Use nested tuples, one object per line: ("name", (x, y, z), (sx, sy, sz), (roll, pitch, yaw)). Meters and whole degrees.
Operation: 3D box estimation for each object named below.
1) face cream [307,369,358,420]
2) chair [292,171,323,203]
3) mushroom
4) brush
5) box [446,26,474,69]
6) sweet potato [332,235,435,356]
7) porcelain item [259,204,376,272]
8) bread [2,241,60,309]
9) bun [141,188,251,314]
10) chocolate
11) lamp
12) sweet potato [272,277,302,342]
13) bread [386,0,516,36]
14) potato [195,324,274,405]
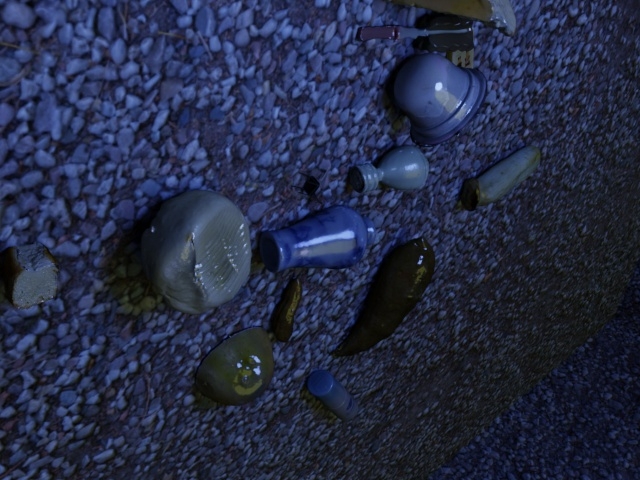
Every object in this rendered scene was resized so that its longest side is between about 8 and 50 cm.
("face cream", (0.038, 0.439, 2.027), (0.077, 0.077, 0.250), (-46, 146, -8))
("chair", (-0.018, -0.110, 1.491), (0.042, 0.037, 0.086), (-48, 144, 15))
("mushroom", (0.507, -0.174, 2.003), (0.312, 0.081, 0.100), (-30, 146, -31))
("brush", (0.193, -0.416, 1.440), (0.301, 0.071, 0.084), (-13, 115, -32))
("box", (0.315, -0.404, 1.618), (0.073, 0.020, 0.149), (-37, 144, -21))
("sweet potato", (0.179, 0.163, 1.906), (0.130, 0.130, 0.423), (2, 128, -50))
("porcelain item", (0.000, 0.000, 1.538), (0.259, 0.141, 0.141), (-11, 130, -32))
("bread", (-0.452, 0.053, 1.108), (0.076, 0.070, 0.083), (-15, 131, -42))
("bun", (-0.229, 0.022, 1.286), (0.229, 0.145, 0.229), (0, 90, -64))
("chocolate", (0.231, -0.318, 1.491), (0.221, 0.221, 0.147), (-49, 121, -4))
("lamp", (0.156, -0.153, 1.606), (0.193, 0.106, 0.106), (-16, 134, -26))
("sweet potato", (-0.078, 0.167, 1.667), (0.054, 0.053, 0.182), (12, 116, -10))
("bread", (0.266, -0.508, 1.305), (0.183, 0.224, 0.211), (-8, 120, -52))
("potato", (-0.171, 0.304, 1.632), (0.202, 0.117, 0.182), (-29, 137, -28))
